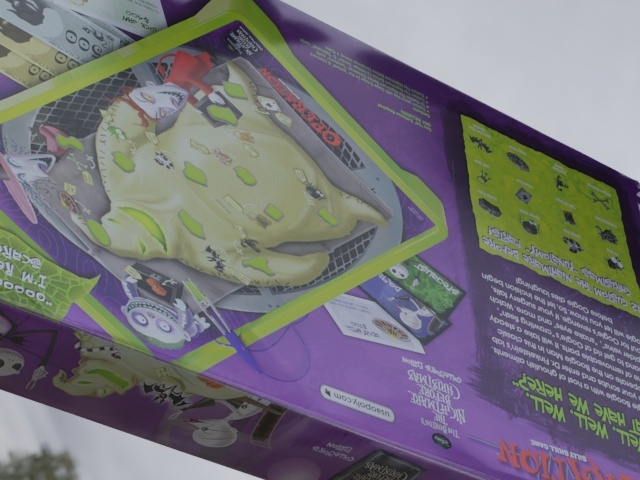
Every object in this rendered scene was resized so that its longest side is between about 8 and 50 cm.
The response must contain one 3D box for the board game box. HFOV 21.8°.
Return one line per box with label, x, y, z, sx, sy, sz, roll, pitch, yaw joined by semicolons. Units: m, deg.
board game box;0.000;0.000;0.631;0.056;0.346;0.208;-47;-147;33
